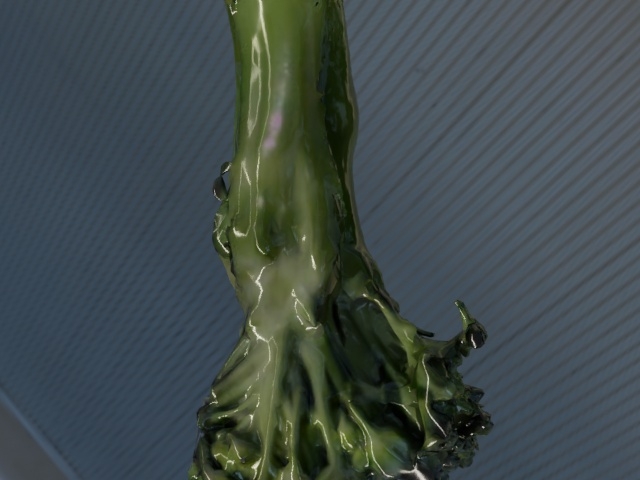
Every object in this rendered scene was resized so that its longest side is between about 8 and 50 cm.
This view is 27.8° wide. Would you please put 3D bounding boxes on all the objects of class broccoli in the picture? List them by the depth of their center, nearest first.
[{"bbox_3d":[-0.005,0.000,0.677,0.165,0.145,0.304,-7,93,0],"label":"broccoli"}]
